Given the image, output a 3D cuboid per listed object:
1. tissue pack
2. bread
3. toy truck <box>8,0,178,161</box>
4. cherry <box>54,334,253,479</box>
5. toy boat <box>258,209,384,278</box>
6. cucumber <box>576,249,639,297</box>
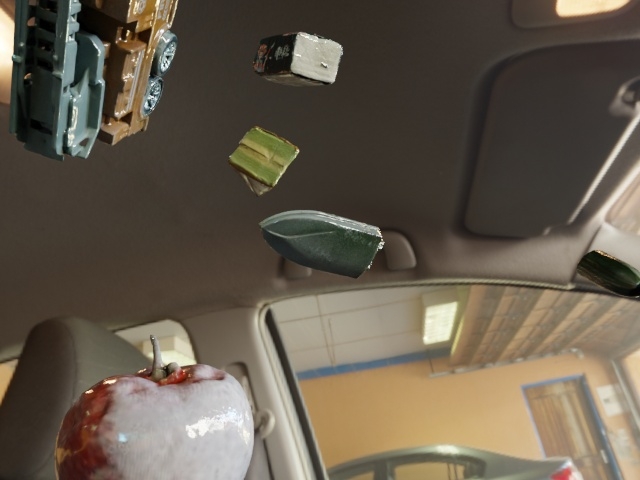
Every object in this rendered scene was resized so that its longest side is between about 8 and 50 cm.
[{"bbox_3d":[-0.048,-0.347,1.006,0.103,0.090,0.170,6,9,-33],"label":"tissue pack"},{"bbox_3d":[-0.069,-0.100,0.794,0.074,0.084,0.139,-55,-19,-9],"label":"bread"},{"bbox_3d":[-0.224,-0.253,0.519,0.133,0.184,0.338,24,-57,-5],"label":"toy truck"},{"bbox_3d":[-0.267,0.368,0.905,0.326,0.334,0.291,-29,17,-30],"label":"cherry"},{"bbox_3d":[0.000,0.000,1.237,0.320,0.092,0.141,14,-63,-30],"label":"toy boat"},{"bbox_3d":[0.412,0.051,0.729,0.048,0.105,0.048,-5,-70,-12],"label":"cucumber"}]
